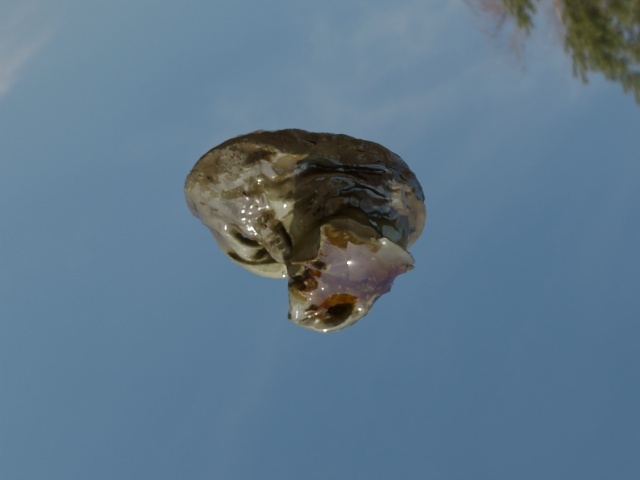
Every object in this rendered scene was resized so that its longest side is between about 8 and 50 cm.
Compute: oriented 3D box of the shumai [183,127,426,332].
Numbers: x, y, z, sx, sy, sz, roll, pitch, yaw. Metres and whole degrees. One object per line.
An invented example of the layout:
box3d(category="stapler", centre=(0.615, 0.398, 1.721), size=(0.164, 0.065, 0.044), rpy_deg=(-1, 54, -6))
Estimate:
box3d(category="shumai", centre=(0.000, 0.000, 0.762), size=(0.161, 0.209, 0.153), rpy_deg=(-41, -131, 26))
